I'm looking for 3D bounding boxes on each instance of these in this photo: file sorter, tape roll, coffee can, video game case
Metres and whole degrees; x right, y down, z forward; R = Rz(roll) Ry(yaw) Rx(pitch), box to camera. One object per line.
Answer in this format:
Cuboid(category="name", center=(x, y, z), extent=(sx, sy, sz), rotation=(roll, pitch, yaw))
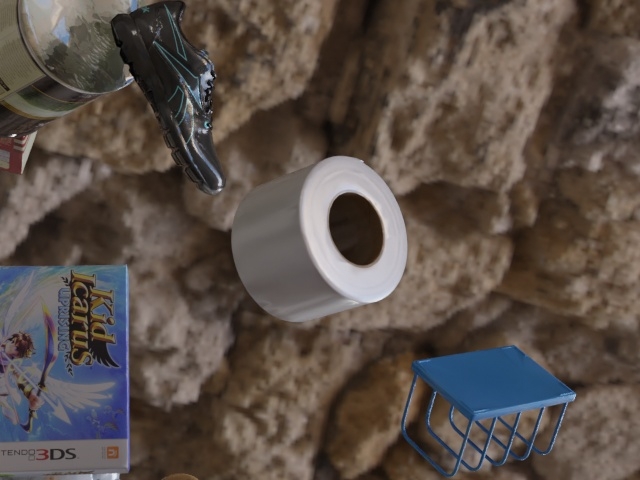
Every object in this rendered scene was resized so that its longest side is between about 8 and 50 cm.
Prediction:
Cuboid(category="file sorter", center=(0.201, 0.210, 1.576), extent=(0.118, 0.170, 0.104), rotation=(40, -54, 45))
Cuboid(category="tape roll", center=(0.000, 0.000, 2.095), extent=(0.169, 0.246, 0.246), rotation=(-18, -121, 44))
Cuboid(category="coffee can", center=(-0.397, -0.274, 1.834), extent=(0.275, 0.202, 0.201), rotation=(-14, -117, 50))
Cuboid(category="video game case", center=(-0.368, 0.165, 1.646), extent=(0.061, 0.244, 0.269), rotation=(120, -32, -72))

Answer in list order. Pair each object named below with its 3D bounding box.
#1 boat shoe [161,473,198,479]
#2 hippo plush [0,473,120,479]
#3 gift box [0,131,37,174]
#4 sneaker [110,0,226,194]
Cuboid(category="boat shoe", center=(-0.218, 0.457, 1.812), extent=(0.096, 0.098, 0.277), rotation=(-150, -111, -83))
Cuboid(category="hippo plush", center=(-0.440, 0.443, 2.180), extent=(0.237, 0.234, 0.294), rotation=(-16, -167, 26))
Cuboid(category="gift box", center=(-0.619, -0.297, 2.343), extent=(0.276, 0.255, 0.258), rotation=(125, -20, -59))
Cuboid(category="sneaker", center=(-0.176, -0.189, 1.688), extent=(0.267, 0.106, 0.101), rotation=(65, -11, -9))
